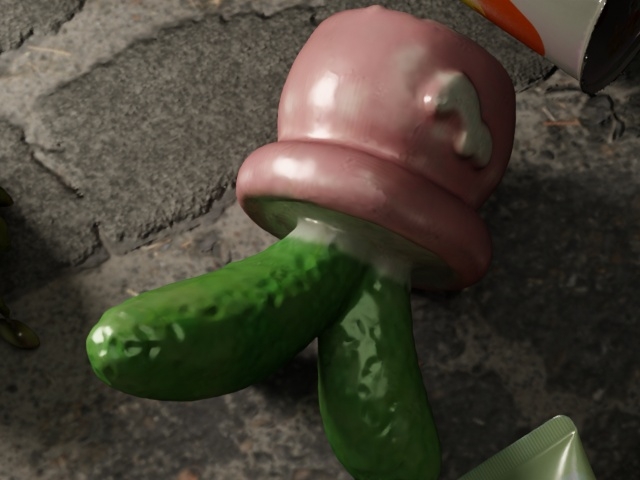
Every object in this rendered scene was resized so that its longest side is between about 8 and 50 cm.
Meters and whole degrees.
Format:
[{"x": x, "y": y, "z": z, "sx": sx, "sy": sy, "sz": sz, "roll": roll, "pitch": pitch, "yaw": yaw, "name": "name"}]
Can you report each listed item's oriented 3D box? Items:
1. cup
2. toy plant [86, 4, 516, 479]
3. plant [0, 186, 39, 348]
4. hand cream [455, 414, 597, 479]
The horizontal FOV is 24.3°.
[{"x": 0.163, "y": -0.278, "z": 1.311, "sx": 0.288, "sy": 0.203, "sz": 0.203, "roll": 33, "pitch": 71, "yaw": 19, "name": "cup"}, {"x": 0.004, "y": -0.005, "z": 1.159, "sx": 0.317, "sy": 0.211, "sz": 0.356, "roll": 30, "pitch": 78, "yaw": -31, "name": "toy plant"}, {"x": -0.328, "y": -0.071, "z": 1.148, "sx": 0.180, "sy": 0.333, "sz": 0.251, "roll": -22, "pitch": 56, "yaw": -25, "name": "plant"}, {"x": 0.199, "y": 0.296, "z": 1.109, "sx": 0.147, "sy": 0.093, "sz": 0.306, "roll": -37, "pitch": 69, "yaw": 24, "name": "hand cream"}]
